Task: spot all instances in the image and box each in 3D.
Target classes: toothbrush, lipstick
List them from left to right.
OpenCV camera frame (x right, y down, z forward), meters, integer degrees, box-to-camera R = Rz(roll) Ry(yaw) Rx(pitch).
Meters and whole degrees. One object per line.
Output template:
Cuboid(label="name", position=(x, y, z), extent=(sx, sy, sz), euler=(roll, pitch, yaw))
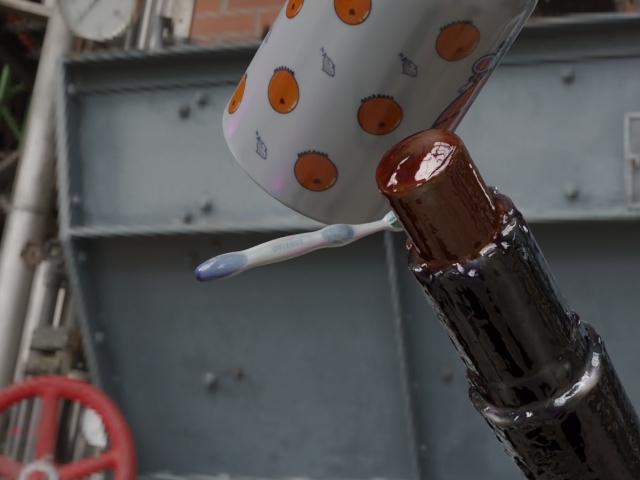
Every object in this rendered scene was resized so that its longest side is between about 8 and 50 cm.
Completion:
Cuboid(label="toothbrush", position=(0.000, 0.000, 1.123), extent=(0.269, 0.021, 0.027), euler=(-16, -20, -41))
Cuboid(label="lipstick", position=(0.114, 0.063, 0.710), extent=(0.081, 0.081, 0.300), euler=(-9, -50, 32))

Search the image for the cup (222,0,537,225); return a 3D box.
Cuboid(label="cup", position=(0.063, -0.194, 1.249), extent=(0.212, 0.212, 0.317), euler=(16, -52, -22))
